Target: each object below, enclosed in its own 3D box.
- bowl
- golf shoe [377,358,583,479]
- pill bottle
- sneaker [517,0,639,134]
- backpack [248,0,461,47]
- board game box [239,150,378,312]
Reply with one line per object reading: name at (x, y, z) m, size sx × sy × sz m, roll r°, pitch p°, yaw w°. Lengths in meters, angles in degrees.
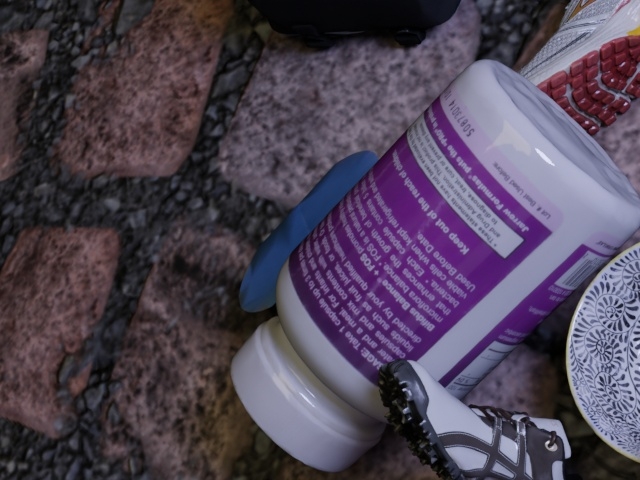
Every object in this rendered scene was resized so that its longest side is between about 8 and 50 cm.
bowl at (0.261, 0.084, 0.934) m, size 0.170 × 0.080 × 0.170 m, roll -12°, pitch 63°, yaw 25°
golf shoe at (0.115, 0.137, 0.942) m, size 0.094 × 0.198 × 0.077 m, roll -41°, pitch 27°, yaw -6°
pill bottle at (0.074, 0.028, 1.000) m, size 0.301 × 0.169 × 0.169 m, roll -46°, pitch 53°, yaw 19°
sneaker at (0.225, -0.163, 1.073) m, size 0.225 × 0.088 × 0.093 m, roll -39°, pitch 50°, yaw -2°
backpack at (0.028, -0.323, 1.197) m, size 0.225 × 0.191 × 0.254 m, roll 1°, pitch 64°, yaw 31°
board game box at (0.000, 0.000, 1.136) m, size 0.169 × 0.033 × 0.133 m, roll -47°, pitch 19°, yaw 8°
